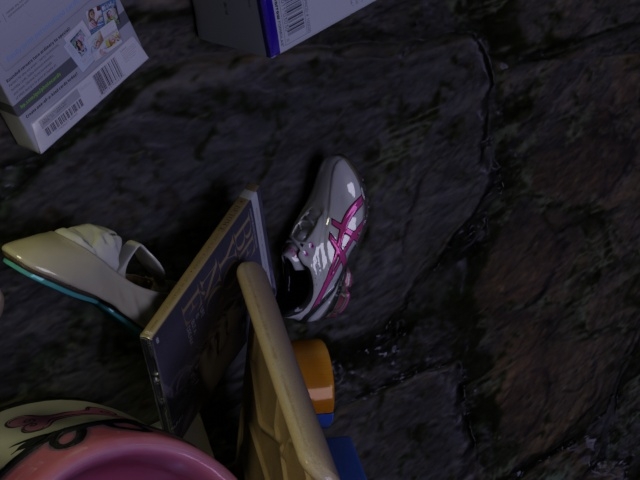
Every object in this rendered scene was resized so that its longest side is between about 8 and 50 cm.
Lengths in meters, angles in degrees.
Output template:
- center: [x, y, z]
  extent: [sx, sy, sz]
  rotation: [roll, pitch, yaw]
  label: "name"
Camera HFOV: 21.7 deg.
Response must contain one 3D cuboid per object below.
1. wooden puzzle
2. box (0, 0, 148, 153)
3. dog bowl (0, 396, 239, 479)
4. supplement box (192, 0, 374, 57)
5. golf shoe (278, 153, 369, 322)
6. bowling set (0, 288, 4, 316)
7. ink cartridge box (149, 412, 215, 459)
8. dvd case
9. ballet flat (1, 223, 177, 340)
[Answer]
- center: [-0.017, 0.240, 1.639]
  extent: [0.080, 0.322, 0.348]
  rotation: [-7, 127, -12]
  label: "wooden puzzle"
- center: [-0.242, -0.192, 1.458]
  extent: [0.145, 0.038, 0.186]
  rotation: [-46, 136, -25]
  label: "box"
- center: [-0.200, 0.344, 1.498]
  extent: [0.408, 0.150, 0.408]
  rotation: [6, 81, -39]
  label: "dog bowl"
- center: [-0.015, -0.277, 1.616]
  extent: [0.220, 0.114, 0.111]
  rotation: [-32, 126, -34]
  label: "supplement box"
- center: [0.000, 0.000, 1.779]
  extent: [0.086, 0.067, 0.186]
  rotation: [-7, 110, -48]
  label: "golf shoe"
- center: [-0.412, 0.066, 1.331]
  extent: [0.287, 0.200, 0.154]
  rotation: [-27, 166, -34]
  label: "bowling set"
- center: [-0.197, 0.328, 1.639]
  extent: [0.275, 0.060, 0.239]
  rotation: [-22, 95, -41]
  label: "ink cartridge box"
- center: [-0.106, 0.073, 1.665]
  extent: [0.221, 0.018, 0.164]
  rotation: [-57, 153, -37]
  label: "dvd case"
- center: [-0.204, 0.028, 1.560]
  extent: [0.086, 0.086, 0.248]
  rotation: [-63, 148, -7]
  label: "ballet flat"
